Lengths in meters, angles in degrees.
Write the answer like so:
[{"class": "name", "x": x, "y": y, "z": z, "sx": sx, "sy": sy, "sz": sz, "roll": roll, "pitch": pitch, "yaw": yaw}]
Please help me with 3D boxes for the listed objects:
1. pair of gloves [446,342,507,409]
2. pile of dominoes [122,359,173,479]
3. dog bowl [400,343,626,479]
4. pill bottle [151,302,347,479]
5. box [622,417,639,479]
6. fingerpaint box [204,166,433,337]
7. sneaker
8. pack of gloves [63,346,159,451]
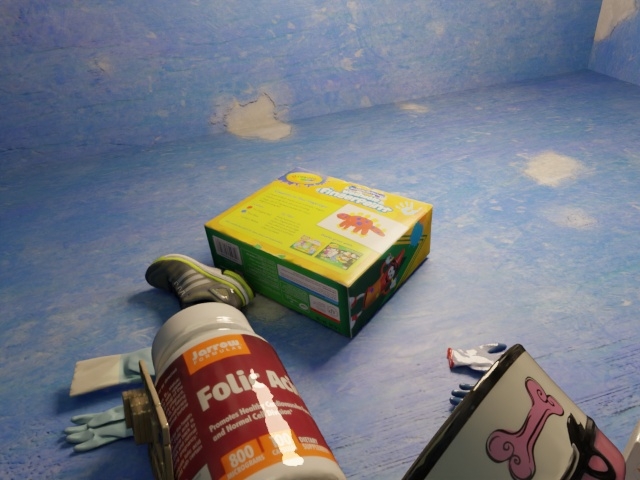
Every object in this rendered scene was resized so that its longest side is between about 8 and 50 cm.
[{"class": "pair of gloves", "x": 0.323, "y": 0.269, "z": 0.909, "sx": 0.159, "sy": 0.023, "sz": 0.198, "roll": 0, "pitch": 33, "yaw": 11}, {"class": "pile of dominoes", "x": -0.262, "y": 0.310, "z": 0.720, "sx": 0.040, "sy": 0.196, "sz": 0.251, "roll": -7, "pitch": 11, "yaw": -26}, {"class": "dog bowl", "x": 0.170, "y": 0.325, "z": 0.534, "sx": 0.150, "sy": 0.408, "sz": 0.408, "roll": 35, "pitch": 50, "yaw": 29}, {"class": "pill bottle", "x": -0.139, "y": 0.286, "z": 0.765, "sx": 0.224, "sy": 0.224, "sz": 0.392, "roll": -19, "pitch": 37, "yaw": -19}, {"class": "box", "x": 0.493, "y": 0.329, "z": 0.662, "sx": 0.130, "sy": 0.170, "sz": 0.091, "roll": 23, "pitch": 43, "yaw": 34}, {"class": "fingerpaint box", "x": 0.000, "y": 0.000, "z": 1.223, "sx": 0.445, "sy": 0.163, "sz": 0.371, "roll": 20, "pitch": 43, "yaw": 32}, {"class": "sneaker", "x": -0.311, "y": 0.118, "z": 1.148, "sx": 0.300, "sy": 0.111, "sz": 0.121, "roll": 10, "pitch": 41, "yaw": 25}, {"class": "pack of gloves", "x": -0.373, "y": 0.309, "z": 0.946, "sx": 0.232, "sy": 0.046, "sz": 0.195, "roll": -11, "pitch": 46, "yaw": -3}]
